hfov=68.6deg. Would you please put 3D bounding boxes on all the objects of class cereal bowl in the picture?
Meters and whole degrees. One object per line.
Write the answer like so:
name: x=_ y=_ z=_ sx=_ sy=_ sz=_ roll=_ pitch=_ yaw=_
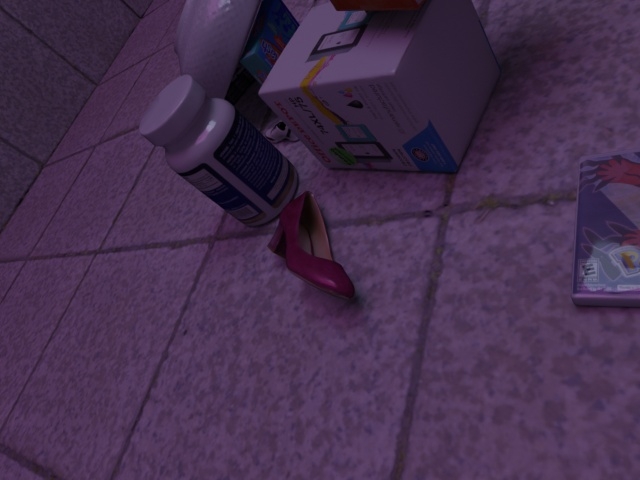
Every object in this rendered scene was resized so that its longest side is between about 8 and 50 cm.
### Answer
cereal bowl: x=-0.233 y=-0.474 z=1.054 sx=0.339 sy=0.141 sz=0.339 roll=-58 pitch=19 yaw=33

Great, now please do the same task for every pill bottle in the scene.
pill bottle: x=-0.175 y=-0.153 z=0.833 sx=0.153 sy=0.265 sz=0.153 roll=-23 pitch=47 yaw=27

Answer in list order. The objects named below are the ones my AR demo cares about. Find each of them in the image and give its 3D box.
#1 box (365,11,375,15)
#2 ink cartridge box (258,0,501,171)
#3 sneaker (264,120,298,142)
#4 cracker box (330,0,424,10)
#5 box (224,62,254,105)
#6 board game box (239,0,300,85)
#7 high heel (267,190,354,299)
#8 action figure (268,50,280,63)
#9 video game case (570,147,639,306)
box: x=0.122 y=-0.357 z=0.610 sx=0.137 sy=0.027 sz=0.093 roll=-8 pitch=52 yaw=37
ink cartridge box: x=0.089 y=-0.243 z=0.723 sx=0.270 sy=0.198 sz=0.197 roll=11 pitch=67 yaw=45
sneaker: x=-0.083 y=-0.234 z=0.986 sx=0.109 sy=0.044 sz=0.040 roll=6 pitch=66 yaw=45
cracker box: x=0.118 y=-0.383 z=0.560 sx=0.232 sy=0.067 sz=0.156 roll=-51 pitch=41 yaw=-6
box: x=-0.276 y=-0.419 z=1.296 sx=0.190 sy=0.045 sz=0.184 roll=-51 pitch=39 yaw=-1
board game box: x=-0.087 y=-0.414 z=1.038 sx=0.047 sy=0.160 sz=0.210 roll=-12 pitch=53 yaw=34
high heel: x=0.000 y=0.000 z=0.706 sx=0.117 sy=0.082 sz=0.244 roll=-59 pitch=28 yaw=3
action figure: x=0.016 y=-0.375 z=0.943 sx=0.280 sy=0.139 sz=0.091 roll=-47 pitch=39 yaw=6
video game case: x=0.358 y=-0.022 z=0.451 sx=0.201 sy=0.023 sz=0.183 roll=-5 pitch=57 yaw=39
